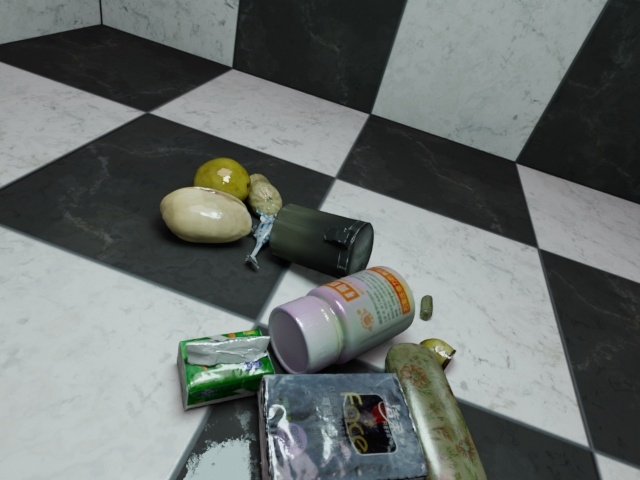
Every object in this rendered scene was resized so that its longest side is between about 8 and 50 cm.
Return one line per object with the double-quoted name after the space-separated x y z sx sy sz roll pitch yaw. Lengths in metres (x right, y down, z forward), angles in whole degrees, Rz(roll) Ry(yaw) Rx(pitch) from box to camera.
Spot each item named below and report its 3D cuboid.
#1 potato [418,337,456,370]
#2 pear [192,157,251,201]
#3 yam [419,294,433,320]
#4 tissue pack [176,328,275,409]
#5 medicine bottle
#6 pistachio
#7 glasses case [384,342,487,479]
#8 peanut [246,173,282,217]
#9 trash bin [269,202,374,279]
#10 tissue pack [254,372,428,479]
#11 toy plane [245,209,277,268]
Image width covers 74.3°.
0.350 0.331 1.282 0.103 0.066 0.096 30 35 20 "potato"
-0.361 -0.209 1.578 0.209 0.208 0.208 11 37 -8 "pear"
0.360 0.227 1.437 0.043 0.043 0.094 18 35 2 "yam"
-0.231 0.295 1.031 0.209 0.156 0.148 -2 43 -25 "tissue pack"
0.065 0.220 1.189 0.389 0.219 0.219 -16 48 -35 "medicine bottle"
-0.387 -0.085 1.434 0.300 0.187 0.187 4 39 -16 "pistachio"
0.280 0.446 1.077 0.157 0.098 0.425 3 39 -13 "glasses case"
-0.232 -0.177 1.659 0.129 0.129 0.224 -10 42 -31 "peanut"
0.000 0.000 1.400 0.302 0.252 0.202 17 77 26 "trash bin"
0.038 0.439 0.970 0.362 0.122 0.259 5 43 -16 "tissue pack"
-0.202 0.001 1.498 0.182 0.107 0.273 43 43 -40 "toy plane"
